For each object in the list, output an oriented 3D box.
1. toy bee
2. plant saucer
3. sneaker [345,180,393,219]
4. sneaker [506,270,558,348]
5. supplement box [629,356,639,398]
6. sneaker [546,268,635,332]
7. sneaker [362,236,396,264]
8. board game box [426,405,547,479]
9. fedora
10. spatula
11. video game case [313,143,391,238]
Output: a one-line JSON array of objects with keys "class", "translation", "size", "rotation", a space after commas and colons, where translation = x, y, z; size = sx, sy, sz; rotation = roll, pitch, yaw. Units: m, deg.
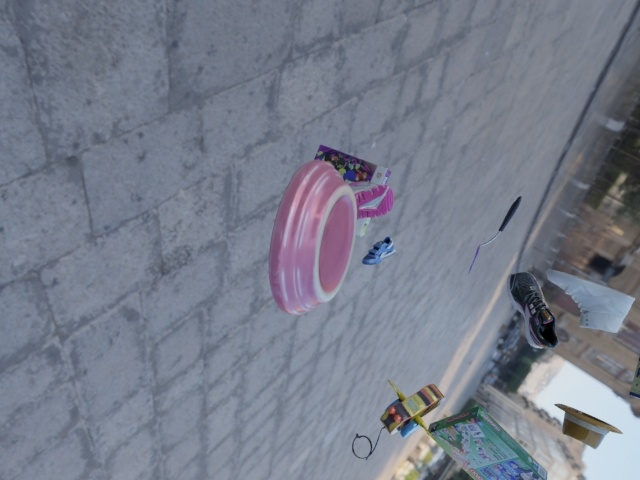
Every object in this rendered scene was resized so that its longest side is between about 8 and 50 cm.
[{"class": "toy bee", "translation": [0.238, 0.498, 1.560], "size": [0.298, 0.195, 0.162], "rotation": [-49, 158, -27]}, {"class": "plant saucer", "translation": [0.000, 0.000, 1.175], "size": [0.332, 0.084, 0.332], "rotation": [12, 90, -70]}, {"class": "sneaker", "translation": [0.056, -0.091, 1.429], "size": [0.252, 0.111, 0.103], "rotation": [-12, 111, -18]}, {"class": "sneaker", "translation": [0.457, 0.145, 1.166], "size": [0.072, 0.178, 0.077], "rotation": [-26, -176, -6]}, {"class": "supplement box", "translation": [0.690, 0.291, 1.145], "size": [0.083, 0.056, 0.083], "rotation": [18, 87, -38]}, {"class": "sneaker", "translation": [0.927, 0.221, 1.974], "size": [0.108, 0.292, 0.169], "rotation": [-1, 112, -61]}, {"class": "sneaker", "translation": [0.186, 0.035, 1.814], "size": [0.144, 0.053, 0.059], "rotation": [-30, 123, -36]}, {"class": "board game box", "translation": [0.521, 0.668, 1.752], "size": [0.213, 0.317, 0.046], "rotation": [-38, -170, 41]}, {"class": "fedora", "translation": [0.714, 0.510, 1.510], "size": [0.079, 0.194, 0.194], "rotation": [-67, 160, -3]}, {"class": "spatula", "translation": [0.549, -0.016, 1.769], "size": [0.296, 0.030, 0.084], "rotation": [-54, 169, 9]}, {"class": "video game case", "translation": [0.059, -0.144, 1.612], "size": [0.210, 0.232, 0.042], "rotation": [-66, 155, 3]}]
